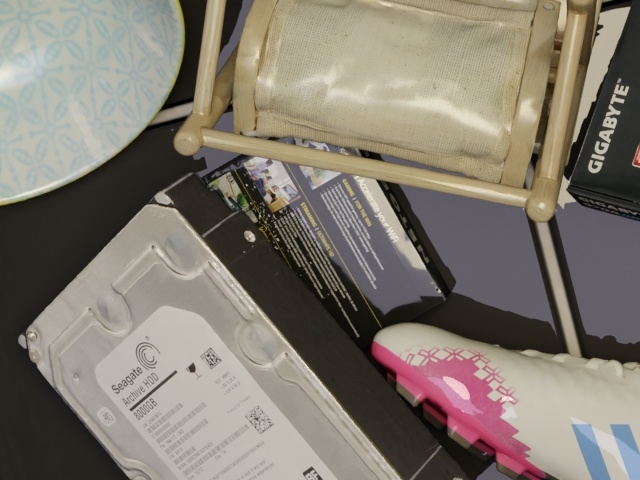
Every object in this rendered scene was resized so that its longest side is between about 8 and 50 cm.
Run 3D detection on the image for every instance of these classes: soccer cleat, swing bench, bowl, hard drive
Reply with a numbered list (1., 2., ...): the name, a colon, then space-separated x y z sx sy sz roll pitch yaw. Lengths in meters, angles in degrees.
1. soccer cleat: 0.199 0.132 1.184 0.331 0.116 0.143 34 87 1
2. swing bench: 0.060 -0.137 1.099 0.253 0.254 0.165 12 105 9
3. bowl: -0.260 -0.173 1.171 0.289 0.289 0.156 -34 55 12
4. hard drive: -0.058 0.139 1.193 0.339 0.064 0.237 51 130 1

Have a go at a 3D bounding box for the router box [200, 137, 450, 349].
1. router box: 0.000 0.000 1.225 0.133 0.046 0.179 -29 91 12

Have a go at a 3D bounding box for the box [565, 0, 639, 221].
1. box: 0.293 -0.108 1.104 0.175 0.051 0.220 18 82 26
